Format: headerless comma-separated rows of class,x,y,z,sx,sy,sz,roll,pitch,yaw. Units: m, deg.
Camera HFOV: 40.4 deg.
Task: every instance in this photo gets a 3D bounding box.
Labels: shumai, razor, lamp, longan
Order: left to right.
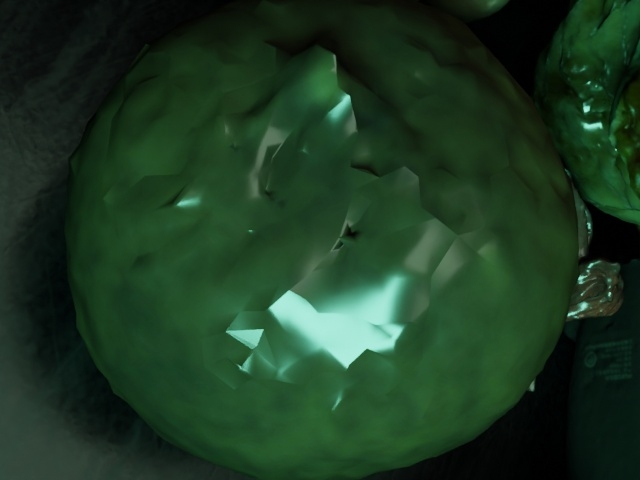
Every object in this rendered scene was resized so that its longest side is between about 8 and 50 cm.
longan,0.000,0.000,0.676,0.391,0.391,0.391,6,77,-26
lamp,0.187,0.020,0.893,0.151,0.215,0.223,20,33,-54
razor,0.341,0.187,0.920,0.107,0.189,0.327,12,72,-25
shumai,0.397,-0.142,0.798,0.324,0.397,0.323,63,18,-13

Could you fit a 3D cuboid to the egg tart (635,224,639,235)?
egg tart,0.524,-0.099,1.070,0.341,0.129,0.341,-2,96,-25

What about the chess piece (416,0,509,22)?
chess piece,0.075,-0.325,0.909,0.330,0.182,0.182,12,74,-30
